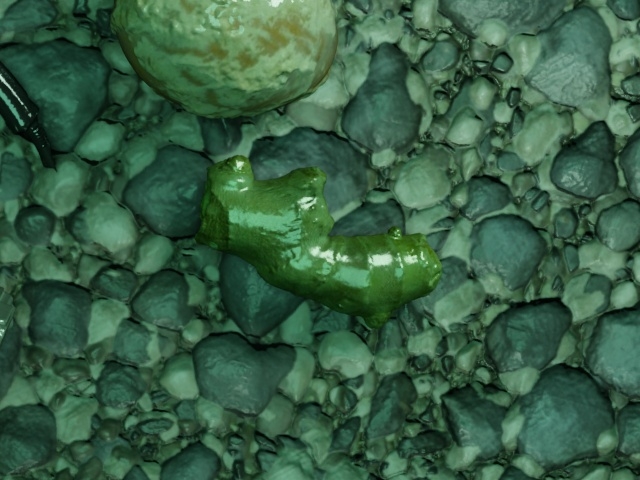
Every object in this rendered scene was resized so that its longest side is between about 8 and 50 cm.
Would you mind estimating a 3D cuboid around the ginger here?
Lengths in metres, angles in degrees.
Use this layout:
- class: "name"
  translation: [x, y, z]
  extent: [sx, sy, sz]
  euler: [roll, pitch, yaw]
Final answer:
- class: "ginger"
  translation: [-0.004, -0.001, 1.458]
  extent: [0.290, 0.089, 0.137]
  euler: [31, 75, -6]

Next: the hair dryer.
- class: "hair dryer"
  translation: [-0.383, -0.153, 1.382]
  extent: [0.272, 0.091, 0.235]
  euler: [42, 71, -19]

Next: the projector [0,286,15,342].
- class: "projector"
  translation: [-0.390, 0.144, 1.345]
  extent: [0.099, 0.256, 0.191]
  euler: [20, 95, -10]

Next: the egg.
- class: "egg"
  translation: [-0.097, -0.227, 1.359]
  extent: [0.245, 0.203, 0.203]
  euler: [16, 96, -19]
